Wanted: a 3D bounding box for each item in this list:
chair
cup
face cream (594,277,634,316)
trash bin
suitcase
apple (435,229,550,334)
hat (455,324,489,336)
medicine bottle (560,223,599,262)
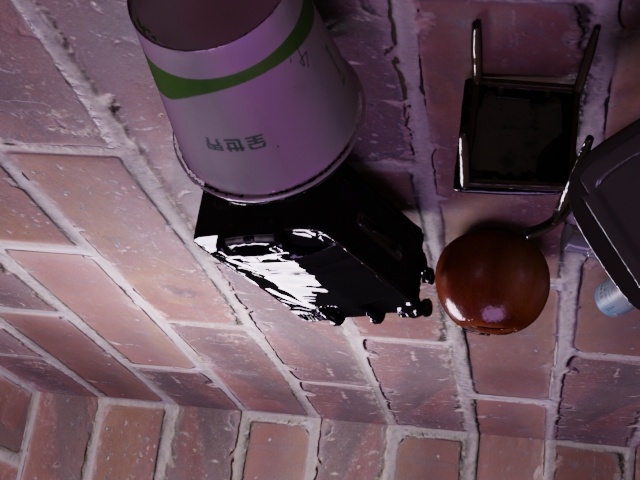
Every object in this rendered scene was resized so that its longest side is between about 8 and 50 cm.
[{"bbox_3d":[0.262,-0.137,1.472,0.166,0.188,0.272,5,156,10],"label":"chair"},{"bbox_3d":[-0.095,-0.212,1.337,0.253,0.253,0.274,2,153,16],"label":"cup"},{"bbox_3d":[0.578,0.076,2.066,0.075,0.075,0.229,11,160,-8],"label":"face cream"},{"bbox_3d":[0.469,-0.065,1.342,0.250,0.220,0.219,-25,173,-38],"label":"trash bin"},{"bbox_3d":[0.000,0.000,1.905,0.283,0.194,0.434,-5,156,31],"label":"suitcase"},{"bbox_3d":[0.310,0.084,2.047,0.210,0.173,0.235,-4,158,30],"label":"apple"},{"bbox_3d":[0.330,0.171,2.437,0.077,0.059,0.076,12,176,5],"label":"hat"},{"bbox_3d":[0.572,0.025,1.880,0.352,0.110,0.110,10,159,-6],"label":"medicine bottle"}]
